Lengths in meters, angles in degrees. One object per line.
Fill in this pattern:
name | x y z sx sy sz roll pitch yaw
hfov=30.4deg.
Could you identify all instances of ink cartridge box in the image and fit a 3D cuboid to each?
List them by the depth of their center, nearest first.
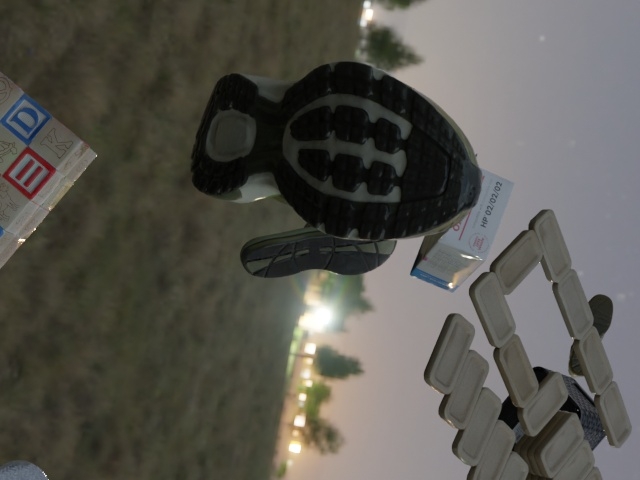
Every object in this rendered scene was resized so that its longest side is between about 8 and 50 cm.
ink cartridge box | 0.167 -0.017 1.359 0.181 0.062 0.104 116 -3 -71

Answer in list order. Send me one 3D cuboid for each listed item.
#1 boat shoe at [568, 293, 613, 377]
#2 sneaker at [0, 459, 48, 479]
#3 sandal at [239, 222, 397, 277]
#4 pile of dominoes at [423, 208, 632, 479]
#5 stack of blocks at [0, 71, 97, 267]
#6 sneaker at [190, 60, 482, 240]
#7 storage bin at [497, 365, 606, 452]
boat shoe | 0.471 0.168 2.066 0.048 0.056 0.153 101 7 -78
sneaker | -0.596 0.428 1.776 0.210 0.366 0.137 21 -41 61
sandal | -0.001 -0.001 2.145 0.086 0.303 0.120 -110 -155 -44
pile of dominoes | 0.162 0.129 0.955 0.196 0.040 0.251 -40 116 -34
stack of blocks | -0.411 -0.042 1.290 0.297 0.171 0.087 -51 176 -4
sneaker | 0.039 -0.086 1.141 0.410 0.182 0.158 20 -79 55
storage bin | 0.325 0.292 1.754 0.180 0.084 0.122 -53 -135 15
